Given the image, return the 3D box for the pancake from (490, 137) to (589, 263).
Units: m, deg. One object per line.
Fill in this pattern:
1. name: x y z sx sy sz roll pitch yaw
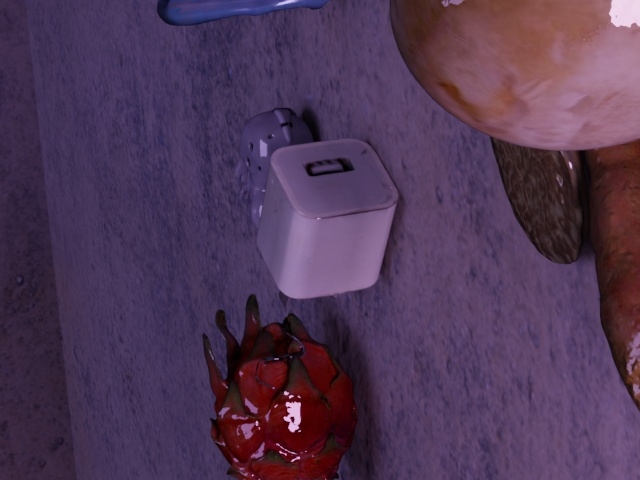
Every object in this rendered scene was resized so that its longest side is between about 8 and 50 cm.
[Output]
1. pancake: 0.189 -0.078 1.476 0.235 0.029 0.212 -127 22 -69

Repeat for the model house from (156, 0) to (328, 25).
1. model house: -0.084 -0.417 1.790 0.215 0.237 0.303 147 112 -68

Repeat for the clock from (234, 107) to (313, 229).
1. clock: -0.051 -0.079 2.069 0.176 0.080 0.117 104 149 -47

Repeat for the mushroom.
1. mushroom: 0.189 -0.221 1.180 0.292 0.292 0.290 127 147 -62

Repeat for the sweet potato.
1. sweet potato: 0.269 0.053 1.289 0.109 0.109 0.385 112 144 -53

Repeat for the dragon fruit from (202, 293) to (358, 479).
1. dragon fruit: -0.050 0.199 2.046 0.193 0.192 0.274 -12 78 47

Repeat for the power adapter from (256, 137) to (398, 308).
1. power adapter: 0.000 0.000 1.904 0.205 0.130 0.125 104 149 -43
